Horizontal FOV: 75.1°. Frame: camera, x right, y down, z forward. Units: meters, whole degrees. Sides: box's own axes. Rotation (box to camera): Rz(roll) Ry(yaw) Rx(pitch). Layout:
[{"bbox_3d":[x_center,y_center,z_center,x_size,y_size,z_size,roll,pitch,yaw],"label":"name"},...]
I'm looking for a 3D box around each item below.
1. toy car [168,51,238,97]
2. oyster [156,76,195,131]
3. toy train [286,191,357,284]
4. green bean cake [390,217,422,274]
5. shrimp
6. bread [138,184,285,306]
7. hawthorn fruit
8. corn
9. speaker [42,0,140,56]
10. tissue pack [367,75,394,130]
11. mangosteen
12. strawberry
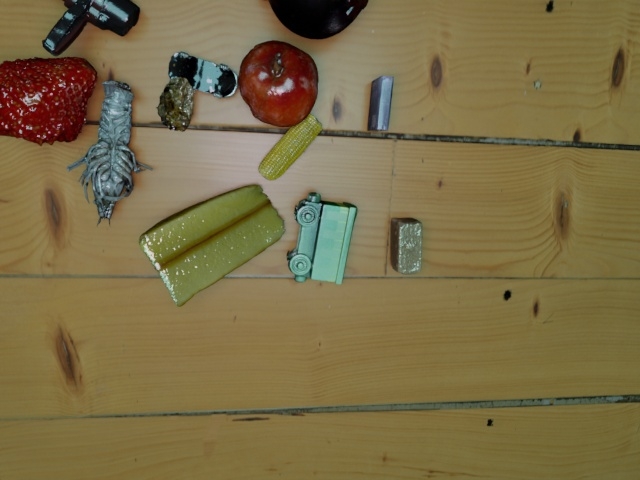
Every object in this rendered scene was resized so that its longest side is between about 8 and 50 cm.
[{"bbox_3d":[-0.342,-0.482,1.221,0.204,0.056,0.095,15,103,-8],"label":"toy car"},{"bbox_3d":[-0.417,-0.395,1.210,0.105,0.056,0.177,36,126,-14],"label":"oyster"},{"bbox_3d":[0.000,0.000,1.345,0.202,0.120,0.301,8,102,-11],"label":"toy train"},{"bbox_3d":[0.284,0.016,1.390,0.085,0.109,0.179,-3,104,-7],"label":"green bean cake"},{"bbox_3d":[-0.599,-0.241,1.204,0.221,0.166,0.411,6,89,-28],"label":"shrimp"},{"bbox_3d":[-0.300,-0.016,1.247,0.361,0.245,0.233,-27,104,3],"label":"bread"},{"bbox_3d":[-0.117,-0.444,1.147,0.241,0.271,0.242,0,93,-6],"label":"hawthorn fruit"},{"bbox_3d":[-0.093,-0.287,1.287,0.081,0.081,0.248,42,95,-14],"label":"corn"},{"bbox_3d":[-0.665,-0.645,1.059,0.329,0.259,0.198,35,134,-17],"label":"speaker"},{"bbox_3d":[0.182,-0.415,1.274,0.051,0.112,0.156,2,103,-8],"label":"tissue pack"},{"bbox_3d":[-0.025,-0.718,1.105,0.347,0.307,0.307,43,95,15],"label":"mangosteen"},{"bbox_3d":[-0.740,-0.380,1.091,0.261,0.261,0.258,19,113,-11],"label":"strawberry"}]
